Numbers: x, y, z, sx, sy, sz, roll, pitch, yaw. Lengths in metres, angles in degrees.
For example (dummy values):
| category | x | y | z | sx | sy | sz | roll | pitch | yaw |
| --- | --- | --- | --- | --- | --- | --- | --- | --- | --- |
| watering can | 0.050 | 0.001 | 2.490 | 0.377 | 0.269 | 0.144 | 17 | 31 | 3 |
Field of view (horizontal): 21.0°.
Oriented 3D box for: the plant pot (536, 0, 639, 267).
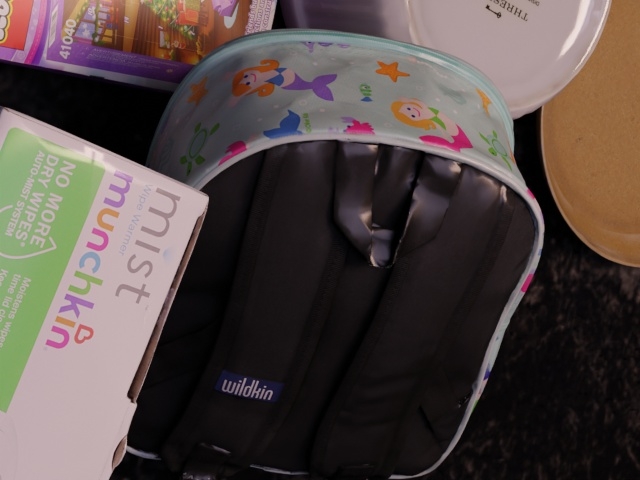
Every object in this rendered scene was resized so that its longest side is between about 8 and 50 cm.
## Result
| category | x | y | z | sx | sy | sz | roll | pitch | yaw |
| --- | --- | --- | --- | --- | --- | --- | --- | --- | --- |
| plant pot | 0.242 | -0.099 | 1.237 | 0.236 | 0.032 | 0.236 | -9 | 107 | -31 |

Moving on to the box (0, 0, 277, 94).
| category | x | y | z | sx | sy | sz | roll | pitch | yaw |
| --- | --- | --- | --- | --- | --- | --- | --- | --- | --- |
| box | -0.104 | -0.235 | 0.969 | 0.201 | 0.057 | 0.293 | 8 | 96 | -34 |

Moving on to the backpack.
| category | x | y | z | sx | sy | sz | roll | pitch | yaw |
| --- | --- | --- | --- | --- | --- | --- | --- | --- | --- |
| backpack | 0.000 | 0.000 | 0.957 | 0.225 | 0.191 | 0.253 | 8 | 136 | -14 |

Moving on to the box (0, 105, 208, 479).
| category | x | y | z | sx | sy | sz | roll | pitch | yaw |
| --- | --- | --- | --- | --- | --- | --- | --- | --- | --- |
| box | -0.200 | 0.060 | 0.869 | 0.127 | 0.231 | 0.262 | 24 | 88 | -35 |

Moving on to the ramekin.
| category | x | y | z | sx | sy | sz | roll | pitch | yaw |
| --- | --- | --- | --- | --- | --- | --- | --- | --- | --- |
| ramekin | 0.087 | -0.167 | 1.078 | 0.207 | 0.109 | 0.207 | -8 | 104 | -31 |
